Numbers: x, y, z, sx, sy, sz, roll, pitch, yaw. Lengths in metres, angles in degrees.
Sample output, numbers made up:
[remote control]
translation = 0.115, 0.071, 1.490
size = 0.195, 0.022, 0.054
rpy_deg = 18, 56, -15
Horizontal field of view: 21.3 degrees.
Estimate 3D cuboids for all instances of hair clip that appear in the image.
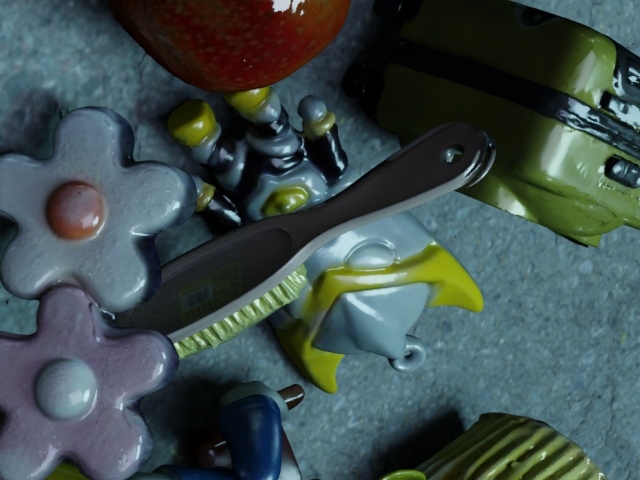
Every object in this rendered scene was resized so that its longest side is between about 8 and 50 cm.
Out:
[hair clip]
translation = -0.163, 0.039, 1.136
size = 0.146, 0.075, 0.257
rpy_deg = 8, 74, -10

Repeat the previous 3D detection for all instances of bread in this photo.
[bread]
translation = 0.162, 0.304, 1.468
size = 0.156, 0.204, 0.288
rpy_deg = -33, 130, -29

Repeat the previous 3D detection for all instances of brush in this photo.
[brush]
translation = -0.009, 0.007, 1.199
size = 0.313, 0.072, 0.067
rpy_deg = -28, 139, 16

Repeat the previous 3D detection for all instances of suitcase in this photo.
[suitcase]
translation = 0.156, -0.090, 1.275
size = 0.194, 0.235, 0.143
rpy_deg = 21, 94, -42

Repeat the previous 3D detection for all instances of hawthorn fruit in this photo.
[hawthorn fruit]
translation = -0.052, -0.179, 1.126
size = 0.188, 0.169, 0.169
rpy_deg = 34, 86, -41

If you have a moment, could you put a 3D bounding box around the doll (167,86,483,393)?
[doll]
translation = 0.004, -0.002, 1.284
size = 0.145, 0.103, 0.316
rpy_deg = -44, 124, -11

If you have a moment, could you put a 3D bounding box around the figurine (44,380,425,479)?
[figurine]
translation = -0.050, 0.217, 1.236
size = 0.283, 0.338, 0.204
rpy_deg = -37, 145, -66
